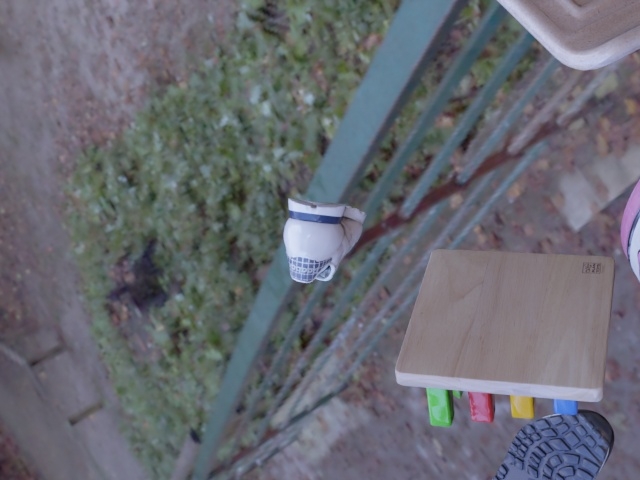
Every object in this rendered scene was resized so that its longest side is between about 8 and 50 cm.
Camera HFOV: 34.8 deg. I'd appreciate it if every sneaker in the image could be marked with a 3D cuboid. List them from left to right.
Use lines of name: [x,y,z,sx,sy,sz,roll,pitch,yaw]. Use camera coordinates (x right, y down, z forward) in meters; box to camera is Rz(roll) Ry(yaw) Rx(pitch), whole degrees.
sneaker: [0.000,0.000,1.248,0.235,0.090,0.095,0,-85,-77]
sneaker: [0.314,0.293,1.375,0.107,0.124,0.283,49,139,18]

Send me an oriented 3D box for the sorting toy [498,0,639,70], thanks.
sorting toy: [0.139,-0.181,0.543,0.208,0.193,0.038,49,153,27]

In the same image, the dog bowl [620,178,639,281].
dog bowl: [0.668,-0.046,1.653,0.408,0.408,0.150,86,157,-44]

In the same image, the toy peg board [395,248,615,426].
toy peg board: [0.162,0.089,0.867,0.160,0.161,0.079,3,129,18]
